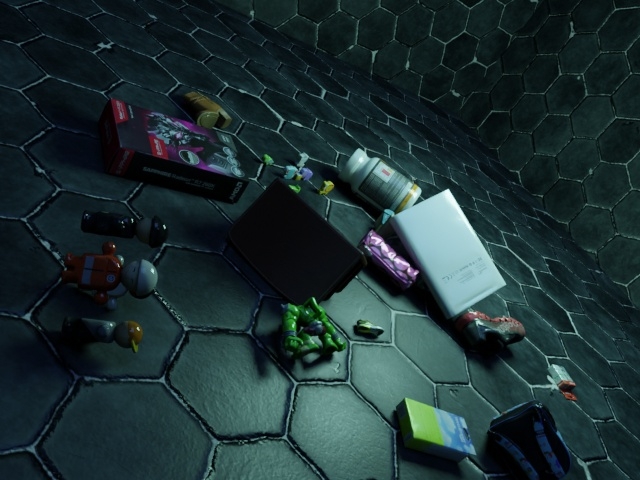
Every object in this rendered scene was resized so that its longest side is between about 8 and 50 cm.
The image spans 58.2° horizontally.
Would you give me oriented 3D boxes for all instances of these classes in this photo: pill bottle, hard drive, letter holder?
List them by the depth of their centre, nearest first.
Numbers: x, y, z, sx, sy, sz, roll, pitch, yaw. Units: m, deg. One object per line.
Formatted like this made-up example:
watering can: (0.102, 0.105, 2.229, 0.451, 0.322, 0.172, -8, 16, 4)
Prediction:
letter holder: (-0.063, 0.025, 1.493, 0.302, 0.214, 0.152, 42, -3, 13)
hard drive: (0.397, 0.037, 1.800, 0.233, 0.047, 0.353, -26, 81, -22)
pill bottle: (0.212, -0.201, 2.088, 0.278, 0.162, 0.162, 37, 28, 2)

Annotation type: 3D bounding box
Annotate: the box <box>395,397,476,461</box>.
box: (0.262, 0.434, 1.313, 0.178, 0.042, 0.109, 24, 31, -22)

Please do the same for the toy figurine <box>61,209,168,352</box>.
toy figurine: (-0.357, 0.068, 1.013, 0.148, 0.209, 0.213, 8, 32, -14)

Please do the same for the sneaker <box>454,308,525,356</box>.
sneaker: (0.539, 0.296, 1.765, 0.276, 0.097, 0.135, 14, 35, -32)

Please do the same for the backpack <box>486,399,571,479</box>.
backpack: (0.510, 0.492, 1.388, 0.173, 0.158, 0.117, 59, 15, 13)

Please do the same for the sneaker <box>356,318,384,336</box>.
sneaker: (0.130, 0.224, 1.498, 0.083, 0.031, 0.035, 19, 32, -29)

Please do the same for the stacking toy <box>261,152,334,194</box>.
stacking toy: (-0.076, -0.227, 1.929, 0.221, 0.052, 0.167, -5, 48, -50)

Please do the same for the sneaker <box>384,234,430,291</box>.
sneaker: (0.311, 0.084, 1.828, 0.283, 0.110, 0.122, 29, 33, -13)

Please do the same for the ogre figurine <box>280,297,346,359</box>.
ogre figurine: (-0.023, 0.200, 1.304, 0.197, 0.097, 0.118, -3, 57, -34)

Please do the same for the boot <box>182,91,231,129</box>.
boot: (-0.392, -0.426, 1.868, 0.152, 0.073, 0.197, 41, 17, 7)

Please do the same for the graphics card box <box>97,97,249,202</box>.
graphics card box: (-0.393, -0.238, 1.559, 0.371, 0.094, 0.232, 14, 35, -37)

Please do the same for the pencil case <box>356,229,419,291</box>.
pencil case: (0.203, 0.065, 1.754, 0.209, 0.095, 0.098, 40, 8, 6)

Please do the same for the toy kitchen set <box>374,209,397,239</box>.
toy kitchen set: (0.276, -0.027, 1.936, 0.166, 0.122, 0.207, 32, 29, -7)

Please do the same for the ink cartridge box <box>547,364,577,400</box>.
ink cartridge box: (0.792, 0.459, 1.865, 0.063, 0.029, 0.115, 17, 33, -31)
